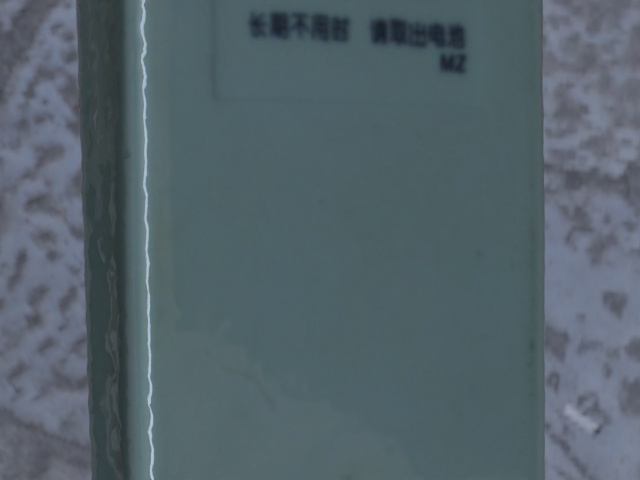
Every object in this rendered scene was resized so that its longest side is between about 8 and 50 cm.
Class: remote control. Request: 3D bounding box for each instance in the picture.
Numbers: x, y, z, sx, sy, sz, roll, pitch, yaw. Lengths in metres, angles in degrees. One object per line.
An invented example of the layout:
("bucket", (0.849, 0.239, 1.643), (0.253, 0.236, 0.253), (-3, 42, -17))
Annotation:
("remote control", (0.000, 0.000, 0.389), (0.123, 0.038, 0.285), (-4, 93, -33))
